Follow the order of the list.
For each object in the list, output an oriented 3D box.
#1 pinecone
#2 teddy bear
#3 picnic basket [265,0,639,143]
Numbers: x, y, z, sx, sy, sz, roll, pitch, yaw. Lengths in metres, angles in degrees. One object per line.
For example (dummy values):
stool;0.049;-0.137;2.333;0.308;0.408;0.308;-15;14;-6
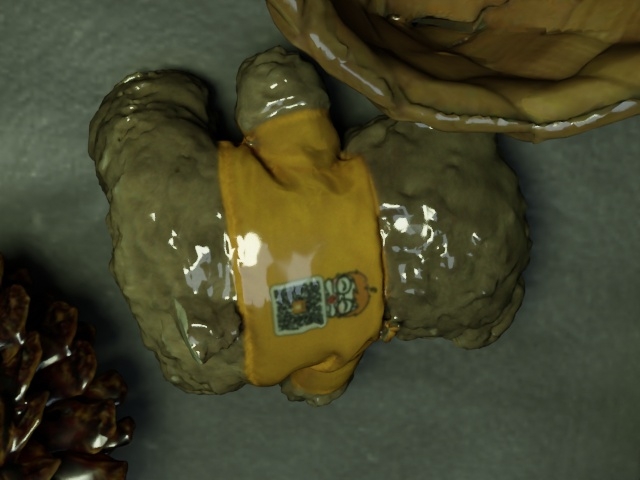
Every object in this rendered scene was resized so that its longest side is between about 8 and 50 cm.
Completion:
pinecone;-0.165;0.093;0.764;0.163;0.163;0.165;-39;125;18
teddy bear;0.000;0.000;0.727;0.190;0.140;0.177;-13;111;-1
picnic basket;0.069;-0.178;0.539;0.293;0.337;0.337;-26;111;13
